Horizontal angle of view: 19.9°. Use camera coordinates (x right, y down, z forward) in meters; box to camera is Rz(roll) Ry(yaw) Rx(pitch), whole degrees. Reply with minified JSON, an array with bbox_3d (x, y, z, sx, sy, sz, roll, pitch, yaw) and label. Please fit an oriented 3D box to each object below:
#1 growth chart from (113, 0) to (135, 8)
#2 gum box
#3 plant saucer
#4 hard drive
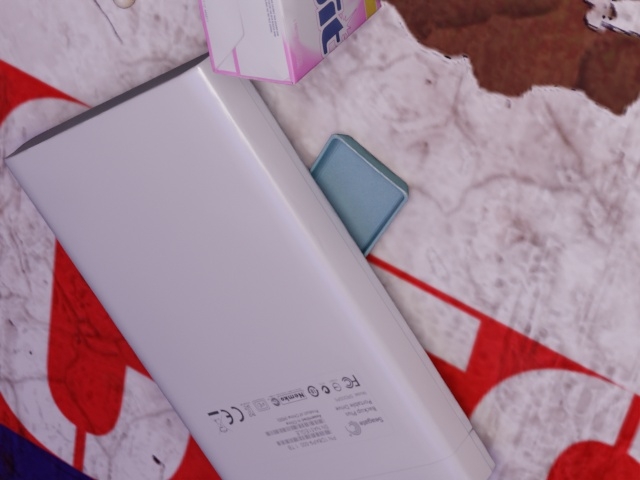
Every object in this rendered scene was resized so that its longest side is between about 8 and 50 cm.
[{"bbox_3d":[-0.131,-0.265,1.166,0.172,0.021,0.237,42,138,1],"label":"growth chart"},{"bbox_3d":[-0.027,-0.201,1.072,0.062,0.107,0.188,12,128,30],"label":"gum box"},{"bbox_3d":[0.000,0.000,1.273,0.067,0.018,0.192,40,138,5],"label":"plant saucer"},{"bbox_3d":[-0.054,0.049,1.305,0.233,0.047,0.353,-19,109,45],"label":"hard drive"}]
